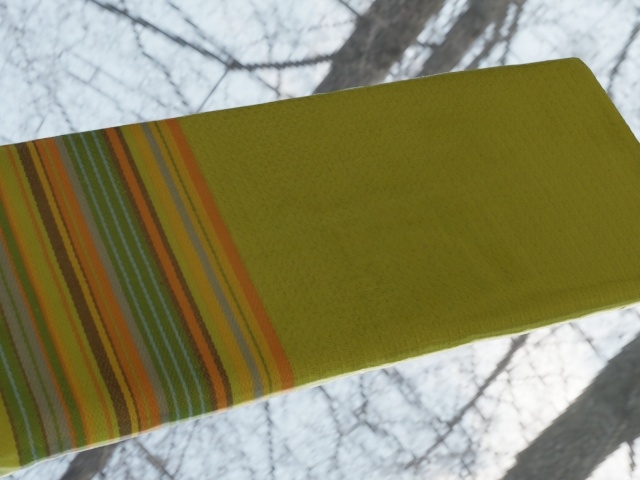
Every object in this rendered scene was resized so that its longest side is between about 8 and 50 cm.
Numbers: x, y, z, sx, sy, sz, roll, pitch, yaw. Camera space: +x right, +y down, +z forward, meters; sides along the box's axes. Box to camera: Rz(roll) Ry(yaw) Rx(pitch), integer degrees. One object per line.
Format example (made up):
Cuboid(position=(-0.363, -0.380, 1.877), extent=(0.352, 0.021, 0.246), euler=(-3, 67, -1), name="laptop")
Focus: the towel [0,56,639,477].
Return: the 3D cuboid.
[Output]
Cuboid(position=(0.000, 0.000, 0.449), extent=(0.237, 0.021, 0.102), euler=(-12, -123, -22), name="towel")
